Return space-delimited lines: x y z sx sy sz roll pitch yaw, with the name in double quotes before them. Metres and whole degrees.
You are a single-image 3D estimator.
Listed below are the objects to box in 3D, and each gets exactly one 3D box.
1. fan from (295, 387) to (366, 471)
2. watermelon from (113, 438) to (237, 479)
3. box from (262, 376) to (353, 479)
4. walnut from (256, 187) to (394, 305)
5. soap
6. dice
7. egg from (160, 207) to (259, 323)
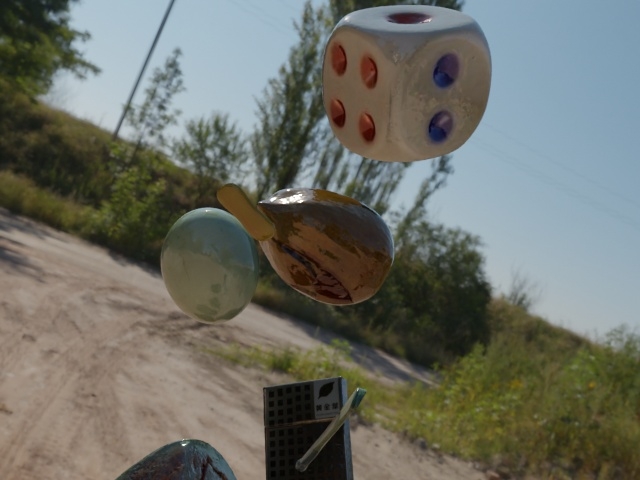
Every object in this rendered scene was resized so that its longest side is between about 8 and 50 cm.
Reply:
"fan" 0.009 0.255 0.948 0.016 0.193 0.038 34 38 3
"watermelon" -0.290 0.521 1.371 0.201 0.262 0.212 51 -12 51
"box" -0.024 0.449 1.449 0.181 0.324 0.047 -11 -22 19
"walnut" 0.000 0.000 1.298 0.298 0.203 0.203 33 -7 -29
"soap" -0.090 -0.034 0.879 0.089 0.034 0.012 47 22 -17
"dice" 0.199 -0.372 1.687 0.304 0.304 0.277 -19 37 -30
"egg" -0.169 0.041 1.111 0.150 0.192 0.149 -1 34 0
